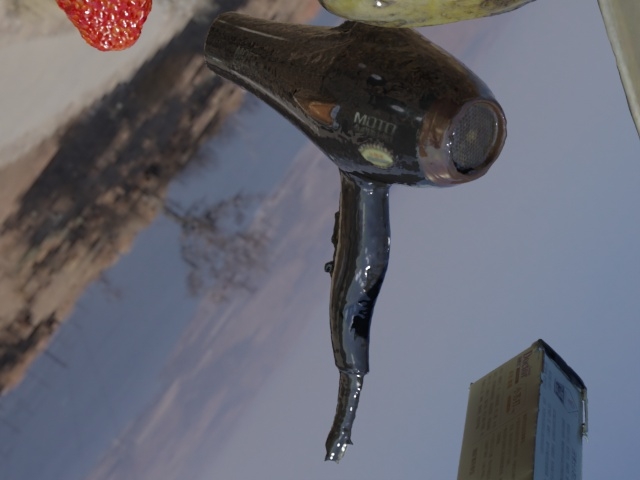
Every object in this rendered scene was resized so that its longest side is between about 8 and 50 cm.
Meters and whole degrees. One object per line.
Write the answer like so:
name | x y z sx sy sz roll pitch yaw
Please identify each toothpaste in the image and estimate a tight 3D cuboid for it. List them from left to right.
toothpaste | 0.144 0.188 1.030 0.089 0.071 0.313 -39 -165 26

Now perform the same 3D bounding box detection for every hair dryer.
hair dryer | 0.000 0.000 1.080 0.120 0.304 0.359 -10 112 -41

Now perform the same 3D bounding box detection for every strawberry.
strawberry | -0.130 -0.155 0.853 0.073 0.073 0.083 -53 152 -29

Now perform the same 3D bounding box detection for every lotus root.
lotus root | 0.079 -0.174 0.827 0.089 0.179 0.080 -100 177 -49

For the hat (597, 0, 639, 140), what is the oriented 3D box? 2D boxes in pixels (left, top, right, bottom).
hat | 0.168 -0.112 0.561 0.214 0.244 0.149 -15 -156 -16
